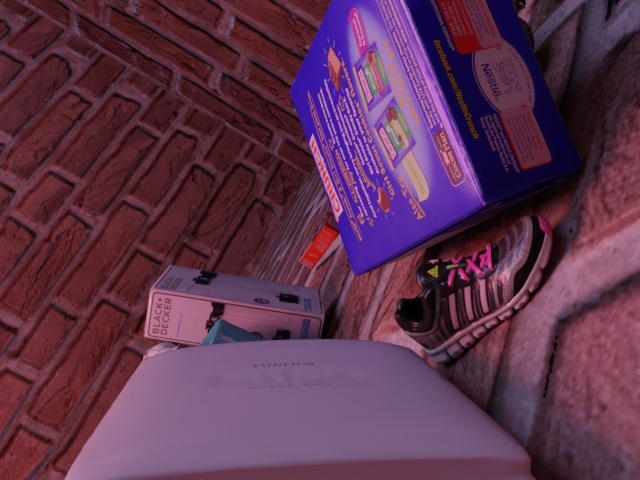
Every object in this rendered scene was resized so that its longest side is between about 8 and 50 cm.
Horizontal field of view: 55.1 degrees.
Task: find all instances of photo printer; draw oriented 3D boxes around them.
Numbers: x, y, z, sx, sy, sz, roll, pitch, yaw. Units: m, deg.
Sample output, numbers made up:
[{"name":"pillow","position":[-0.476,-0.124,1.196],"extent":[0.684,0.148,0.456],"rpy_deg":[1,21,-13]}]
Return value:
[{"name":"photo printer","position":[-0.023,0.144,0.437],"extent":[0.307,0.255,0.107],"rpy_deg":[-153,62,-83]}]

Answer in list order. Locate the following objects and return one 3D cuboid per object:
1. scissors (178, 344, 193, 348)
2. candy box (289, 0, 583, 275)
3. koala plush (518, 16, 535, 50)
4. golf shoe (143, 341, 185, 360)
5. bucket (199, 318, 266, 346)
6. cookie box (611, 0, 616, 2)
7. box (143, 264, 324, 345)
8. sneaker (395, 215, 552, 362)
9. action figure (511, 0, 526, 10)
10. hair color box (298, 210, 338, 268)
[{"name":"scissors","position":[-0.161,0.219,1.120],"extent":[0.021,0.297,0.109],"rpy_deg":[-6,51,28]},{"name":"candy box","position":[0.090,-0.128,0.663],"extent":[0.122,0.268,0.317],"rpy_deg":[-17,-8,-20]},{"name":"koala plush","position":[0.155,-0.284,0.827],"extent":[0.196,0.221,0.203],"rpy_deg":[-36,0,-27]},{"name":"golf shoe","position":[-0.209,0.180,0.873],"extent":[0.086,0.069,0.176],"rpy_deg":[-39,14,5]},{"name":"bucket","position":[-0.129,0.262,0.894],"extent":[0.281,0.183,0.281],"rpy_deg":[-58,8,13]},{"name":"cookie box","position":[0.326,-0.318,0.673],"extent":[0.092,0.040,0.107],"rpy_deg":[-56,9,29]},{"name":"box","position":[-0.143,0.125,1.075],"extent":[0.169,0.289,0.087],"rpy_deg":[-95,15,-79]},{"name":"sneaker","position":[0.123,0.036,0.525],"extent":[0.170,0.074,0.063],"rpy_deg":[-54,9,36]},{"name":"action figure","position":[0.303,-0.418,0.850],"extent":[0.164,0.141,0.276],"rpy_deg":[-48,7,2]},{"name":"hair color box","position":[0.000,0.000,1.575],"extent":[0.141,0.043,0.072],"rpy_deg":[-55,10,36]}]
